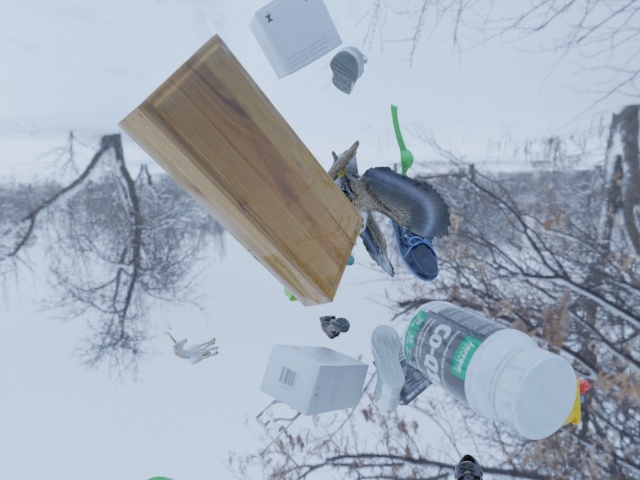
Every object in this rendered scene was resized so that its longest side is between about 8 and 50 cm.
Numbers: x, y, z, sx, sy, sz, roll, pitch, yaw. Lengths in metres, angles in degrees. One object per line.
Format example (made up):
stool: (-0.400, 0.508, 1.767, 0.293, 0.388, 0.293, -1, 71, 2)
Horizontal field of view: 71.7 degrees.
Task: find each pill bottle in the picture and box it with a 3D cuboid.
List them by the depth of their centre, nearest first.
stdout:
pill bottle: (0.365, 0.278, 1.012, 0.204, 0.204, 0.361, -3, -171, -23)

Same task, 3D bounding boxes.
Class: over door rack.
over door rack: (-0.189, 0.743, 1.909, 0.108, 0.240, 0.324, 11, -152, 23)

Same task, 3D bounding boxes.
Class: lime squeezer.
lime squeezer: (0.175, -0.186, 1.156, 0.109, 0.311, 0.059, 11, -144, -16)

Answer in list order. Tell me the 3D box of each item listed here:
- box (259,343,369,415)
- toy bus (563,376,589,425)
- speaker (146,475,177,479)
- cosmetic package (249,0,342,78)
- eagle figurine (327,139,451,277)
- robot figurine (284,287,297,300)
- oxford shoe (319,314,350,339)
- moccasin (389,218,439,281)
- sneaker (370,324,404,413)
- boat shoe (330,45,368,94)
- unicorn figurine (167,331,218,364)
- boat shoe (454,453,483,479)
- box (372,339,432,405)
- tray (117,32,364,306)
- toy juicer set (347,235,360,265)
box: (-0.012, 0.491, 1.592, 0.214, 0.168, 0.345, 13, 175, 36)
toy bus: (0.561, 0.383, 1.139, 0.211, 0.150, 0.220, -7, -176, -15)
speaker: (-0.317, 0.650, 1.016, 0.131, 0.297, 0.131, -11, -137, 10)
cosmetic package: (-0.065, -0.498, 1.065, 0.151, 0.152, 0.184, -32, -158, -2)
eagle figurine: (0.123, -0.073, 1.059, 0.298, 0.225, 0.226, 31, 170, -19)
robot figurine: (-0.114, 0.202, 1.850, 0.067, 0.101, 0.115, -9, 162, -20)
oxford shoe: (0.069, 0.386, 1.938, 0.082, 0.096, 0.227, -6, 179, -22)
moccasin: (0.345, -0.015, 1.641, 0.137, 0.342, 0.117, -7, 149, -28)
sneaker: (0.214, 0.433, 1.491, 0.108, 0.169, 0.293, 5, -149, 1)
boat shoe: (0.109, -0.645, 1.644, 0.118, 0.103, 0.320, 34, 179, 2)
unicorn figurine: (-0.330, 0.292, 1.174, 0.111, 0.162, 0.060, -17, -130, -21)
boat shoe: (0.489, 0.781, 1.465, 0.102, 0.093, 0.285, -12, 164, 17)
box: (0.331, 0.455, 1.611, 0.231, 0.183, 0.056, -30, 171, -25)
tray: (-0.090, -0.099, 0.719, 0.076, 0.411, 0.203, -17, -143, 40)
toy juicer set: (0.000, 0.000, 1.264, 0.328, 0.090, 0.209, -1, -136, -11)
